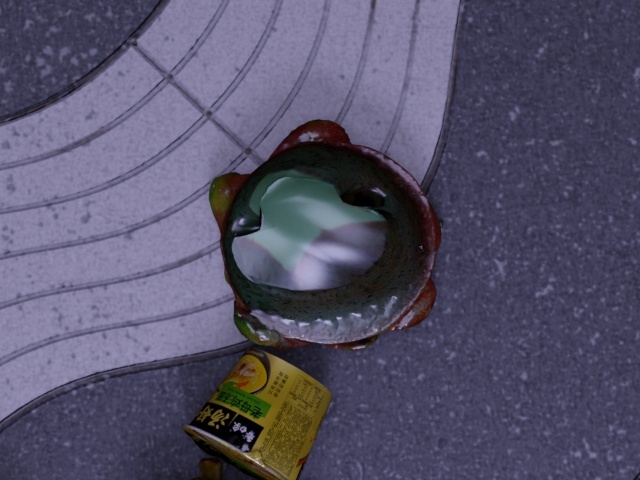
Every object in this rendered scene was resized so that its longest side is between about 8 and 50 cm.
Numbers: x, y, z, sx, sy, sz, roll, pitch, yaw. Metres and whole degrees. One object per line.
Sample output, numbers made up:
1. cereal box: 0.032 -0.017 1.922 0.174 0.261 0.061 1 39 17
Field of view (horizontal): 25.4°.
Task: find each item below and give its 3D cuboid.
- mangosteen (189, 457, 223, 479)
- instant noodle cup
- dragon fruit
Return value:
1. mangosteen: -0.122 0.340 1.574 0.200 0.200 0.200 0 83 3
2. instant noodle cup: -0.065 0.199 1.604 0.151 0.151 0.122 26 75 6
3. dragon fruit: 0.000 0.000 1.633 0.295 0.130 0.268 21 90 5
